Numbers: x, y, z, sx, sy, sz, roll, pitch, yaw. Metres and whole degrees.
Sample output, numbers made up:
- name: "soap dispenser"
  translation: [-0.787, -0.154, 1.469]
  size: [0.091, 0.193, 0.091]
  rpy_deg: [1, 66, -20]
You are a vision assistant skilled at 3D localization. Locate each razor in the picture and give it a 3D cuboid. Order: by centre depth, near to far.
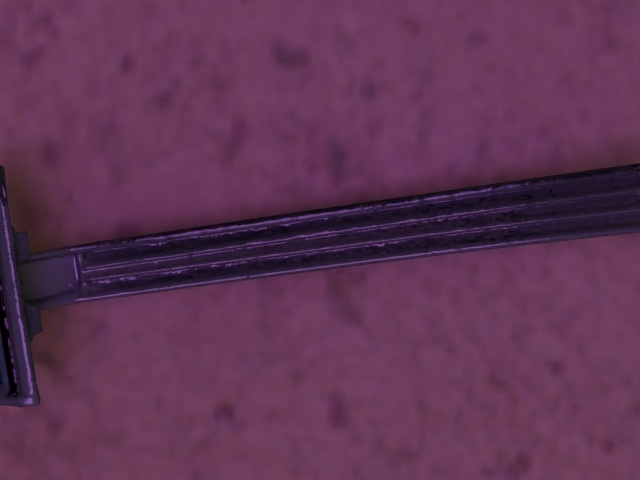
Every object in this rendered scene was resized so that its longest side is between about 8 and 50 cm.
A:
- name: "razor"
  translation: [0.000, 0.000, 0.466]
  size: [0.191, 0.037, 0.068]
  rpy_deg: [-9, 95, 2]
